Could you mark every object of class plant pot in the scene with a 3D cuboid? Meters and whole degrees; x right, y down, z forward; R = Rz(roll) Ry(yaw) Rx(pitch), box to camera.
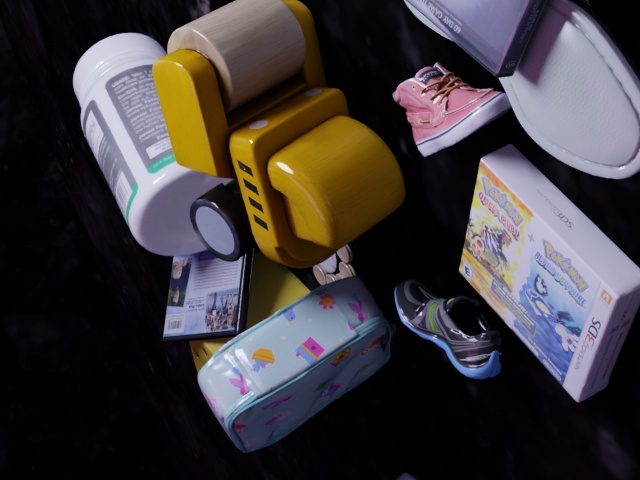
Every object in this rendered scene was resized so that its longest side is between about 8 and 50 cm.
[{"bbox_3d":[-0.107,0.177,1.886,0.212,0.187,0.212,42,150,44],"label":"plant pot"}]

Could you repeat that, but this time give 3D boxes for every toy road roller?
[{"bbox_3d":[-0.034,-0.122,1.366,0.240,0.202,0.329,16,130,43],"label":"toy road roller"}]

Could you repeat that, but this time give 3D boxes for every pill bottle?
[{"bbox_3d":[-0.266,-0.165,1.815,0.204,0.204,0.361,90,155,-50],"label":"pill bottle"}]

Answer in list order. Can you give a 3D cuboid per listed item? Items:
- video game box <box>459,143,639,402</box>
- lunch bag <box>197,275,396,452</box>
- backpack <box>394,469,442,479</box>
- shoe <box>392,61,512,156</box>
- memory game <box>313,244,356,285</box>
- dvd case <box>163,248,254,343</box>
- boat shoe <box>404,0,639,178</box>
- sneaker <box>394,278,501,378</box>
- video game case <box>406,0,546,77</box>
[{"bbox_3d":[0.226,0.035,1.124,0.205,0.048,0.187,50,153,32],"label":"video game box"},{"bbox_3d":[-0.024,0.178,1.569,0.108,0.279,0.224,54,168,25],"label":"lunch bag"},{"bbox_3d":[0.144,0.487,1.646,0.263,0.213,0.276,-119,14,-46],"label":"backpack"},{"bbox_3d":[0.126,-0.140,1.128,0.081,0.063,0.178,60,164,-3],"label":"shoe"},{"bbox_3d":[0.000,0.000,1.669,0.186,0.012,0.186,49,154,34],"label":"memory game"},{"bbox_3d":[-0.177,0.038,1.827,0.180,0.022,0.253,-9,68,41],"label":"dvd case"},{"bbox_3d":[0.187,-0.168,0.922,0.302,0.091,0.114,55,136,29],"label":"boat shoe"},{"bbox_3d":[0.159,0.093,1.349,0.188,0.067,0.078,41,128,50],"label":"sneaker"},{"bbox_3d":[0.132,-0.293,0.861,0.196,0.026,0.274,49,133,34],"label":"video game case"}]
